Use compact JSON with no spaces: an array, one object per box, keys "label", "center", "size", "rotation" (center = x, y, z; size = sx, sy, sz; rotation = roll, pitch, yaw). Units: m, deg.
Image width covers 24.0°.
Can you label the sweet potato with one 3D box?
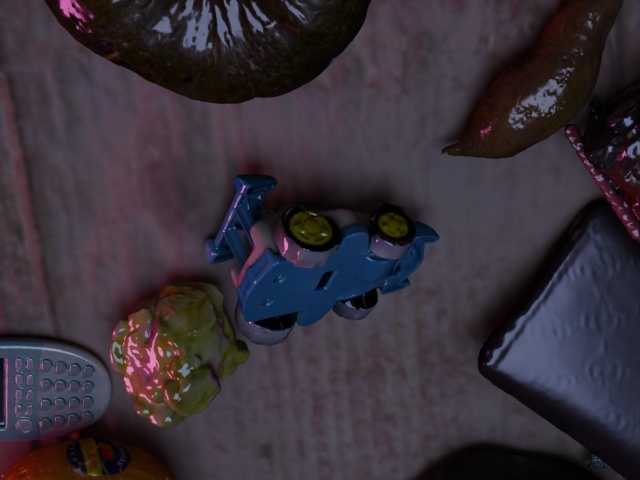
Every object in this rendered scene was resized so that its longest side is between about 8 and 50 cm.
[{"label":"sweet potato","center":[0.182,-0.130,1.122],"size":[0.068,0.068,0.226],"rotation":[36,106,-20]}]

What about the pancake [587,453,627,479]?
[{"label":"pancake","center":[0.268,0.150,1.291],"size":[0.116,0.022,0.129],"rotation":[-33,114,7]}]

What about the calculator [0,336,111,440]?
[{"label":"calculator","center":[-0.247,0.121,1.225],"size":[0.153,0.021,0.095],"rotation":[2,116,-7]}]

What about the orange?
[{"label":"orange","center":[-0.188,0.246,1.224],"size":[0.177,0.155,0.178],"rotation":[-9,120,-16]}]

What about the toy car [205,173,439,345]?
[{"label":"toy car","center":[0.000,0.000,1.165],"size":[0.161,0.098,0.126],"rotation":[-13,150,-30]}]

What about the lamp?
[{"label":"lamp","center":[0.298,-0.013,1.155],"size":[0.118,0.118,0.253],"rotation":[-33,109,11]}]

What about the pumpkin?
[{"label":"pumpkin","center":[-0.076,-0.210,0.984],"size":[0.260,0.189,0.260],"rotation":[-2,116,-3]}]

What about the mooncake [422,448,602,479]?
[{"label":"mooncake","center":[0.177,0.333,1.304],"size":[0.306,0.154,0.306],"rotation":[-3,116,-7]}]

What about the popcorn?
[{"label":"popcorn","center":[-0.114,0.086,1.190],"size":[0.096,0.089,0.109],"rotation":[19,108,24]}]

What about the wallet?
[{"label":"wallet","center":[0.259,0.094,1.234],"size":[0.229,0.049,0.182],"rotation":[34,98,-15]}]
